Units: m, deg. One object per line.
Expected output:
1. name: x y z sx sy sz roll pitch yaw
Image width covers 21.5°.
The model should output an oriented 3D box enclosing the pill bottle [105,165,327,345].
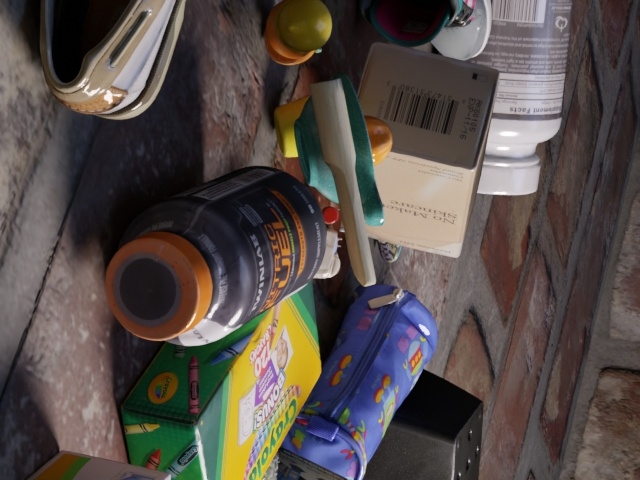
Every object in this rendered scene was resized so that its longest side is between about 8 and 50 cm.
1. pill bottle: -0.095 0.016 1.480 0.245 0.130 0.130 -30 126 -65

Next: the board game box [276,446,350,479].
1. board game box: -0.044 0.320 1.733 0.194 0.194 0.060 -61 155 -12

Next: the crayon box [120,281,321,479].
1. crayon box: -0.089 0.143 1.625 0.278 0.081 0.165 -58 150 -48

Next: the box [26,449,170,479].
1. box: -0.205 0.262 1.316 0.203 0.103 0.114 -41 137 -61

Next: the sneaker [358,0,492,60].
1. sneaker: 0.128 -0.279 1.982 0.295 0.123 0.178 64 33 -46

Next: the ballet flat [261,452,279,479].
1. ballet flat: -0.093 0.291 1.661 0.091 0.077 0.241 -34 -162 50

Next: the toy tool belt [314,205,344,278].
1. toy tool belt: 0.000 0.000 1.879 0.051 0.052 0.083 -142 -119 -76

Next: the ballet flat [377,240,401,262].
1. ballet flat: 0.085 -0.030 2.117 0.041 0.041 0.114 24 76 -70

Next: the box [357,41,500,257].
1. box: 0.111 -0.094 1.888 0.311 0.148 0.121 81 23 -72

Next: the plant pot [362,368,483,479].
1. plant pot: 0.106 0.263 2.103 0.187 0.167 0.188 -38 133 -63

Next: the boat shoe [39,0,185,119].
1. boat shoe: -0.140 -0.243 1.265 0.103 0.113 0.302 6 94 -76

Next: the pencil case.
1. pencil case: 0.042 0.165 1.945 0.306 0.119 0.133 -55 160 -51

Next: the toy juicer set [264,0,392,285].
1. toy juicer set: 0.020 -0.124 1.587 0.329 0.089 0.209 -117 -163 -61

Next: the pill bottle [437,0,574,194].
1. pill bottle: 0.241 -0.228 2.249 0.176 0.176 0.319 -27 124 -67
